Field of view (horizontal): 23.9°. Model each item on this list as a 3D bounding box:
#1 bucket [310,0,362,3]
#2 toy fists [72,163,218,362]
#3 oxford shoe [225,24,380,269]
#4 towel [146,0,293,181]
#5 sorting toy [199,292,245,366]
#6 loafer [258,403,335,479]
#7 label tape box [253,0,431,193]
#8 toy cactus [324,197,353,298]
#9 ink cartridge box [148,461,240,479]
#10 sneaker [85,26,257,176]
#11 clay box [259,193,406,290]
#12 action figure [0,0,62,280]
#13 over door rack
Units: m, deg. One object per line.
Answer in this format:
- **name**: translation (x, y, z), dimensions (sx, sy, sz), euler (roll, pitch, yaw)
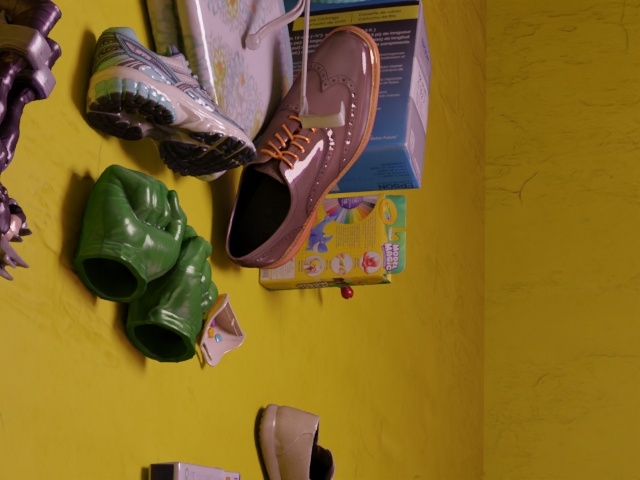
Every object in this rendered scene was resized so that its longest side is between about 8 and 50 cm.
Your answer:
- **bucket**: translation (0.038, -0.480, 2.258), dimensions (0.281, 0.281, 0.183), euler (-65, 152, -58)
- **toy fists**: translation (-0.192, 0.020, 1.739), dimensions (0.279, 0.096, 0.142), euler (60, 30, -53)
- **oxford shoe**: translation (-0.024, -0.122, 2.055), dimensions (0.364, 0.130, 0.133), euler (-67, 166, 8)
- **towel**: translation (-0.138, -0.302, 2.011), dimensions (0.320, 0.090, 0.375), euler (-50, 134, -62)
- **sorting toy**: translation (-0.139, 0.123, 1.990), dimensions (0.083, 0.044, 0.075), euler (70, 30, -44)
- **loafer**: translation (-0.022, 0.358, 2.231), dimensions (0.102, 0.092, 0.269), euler (-70, 152, -53)
- **label tape box**: translation (0.036, -0.237, 2.280), dimensions (0.115, 0.249, 0.348), euler (65, 27, -50)
- **toy cactus**: translation (0.000, 0.000, 2.419), dimensions (0.219, 0.112, 0.180), euler (40, 30, -64)
- **ink cartridge box**: translation (-0.156, 0.388, 1.859), dimensions (0.224, 0.045, 0.223), euler (37, 52, -70)
- **sneaker**: translation (-0.166, -0.167, 1.791), dimensions (0.283, 0.110, 0.122), euler (32, 48, -56)
- **clay box**: translation (0.023, 0.003, 2.234), dimensions (0.053, 0.222, 0.127), euler (47, 43, -65)
- **action figure**: translation (-0.308, -0.086, 1.385), dimensions (0.185, 0.099, 0.285), euler (75, 23, -54)
- **over door rack**: translation (-0.069, -0.316, 1.869), dimensions (0.324, 0.108, 0.239), euler (-103, 175, -46)
